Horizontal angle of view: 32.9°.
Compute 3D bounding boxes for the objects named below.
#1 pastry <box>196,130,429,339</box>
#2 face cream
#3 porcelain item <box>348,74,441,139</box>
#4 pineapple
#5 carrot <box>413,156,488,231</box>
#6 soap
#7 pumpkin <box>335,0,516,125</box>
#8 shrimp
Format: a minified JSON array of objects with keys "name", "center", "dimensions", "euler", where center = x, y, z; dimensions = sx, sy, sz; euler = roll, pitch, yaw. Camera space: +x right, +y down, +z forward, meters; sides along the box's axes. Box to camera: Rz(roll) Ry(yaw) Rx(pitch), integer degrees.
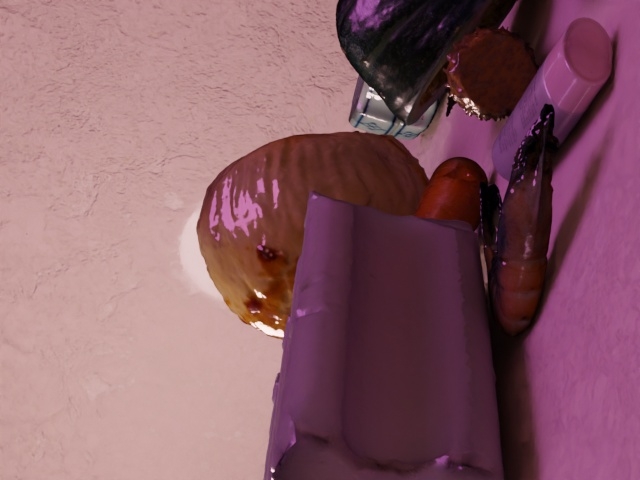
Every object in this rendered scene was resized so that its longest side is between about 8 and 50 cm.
[{"name":"pastry","center":[0.000,0.000,1.734],"dimensions":[0.388,0.388,0.313],"euler":[124,135,-78]},{"name":"face cream","center":[0.231,-0.133,1.089],"dimensions":[0.198,0.057,0.084],"euler":[116,163,-61]},{"name":"porcelain item","center":[0.164,-0.345,2.089],"dimensions":[0.281,0.157,0.286],"euler":[130,154,-85]},{"name":"pineapple","center":[0.204,-0.203,1.364],"dimensions":[0.251,0.125,0.125],"euler":[-65,-9,-82]},{"name":"carrot","center":[0.157,-0.023,1.371],"dimensions":[0.087,0.087,0.193],"euler":[110,-174,-53]},{"name":"soap","center":[0.051,0.191,1.155],"dimensions":[0.435,0.213,0.350],"euler":[-82,4,-59]},{"name":"pumpkin","center":[0.138,-0.330,1.434],"dimensions":[0.293,0.197,0.263],"euler":[-48,-6,-37]},{"name":"shrimp","center":[0.186,-0.043,1.076],"dimensions":[0.198,0.051,0.262],"euler":[-101,10,-57]}]
